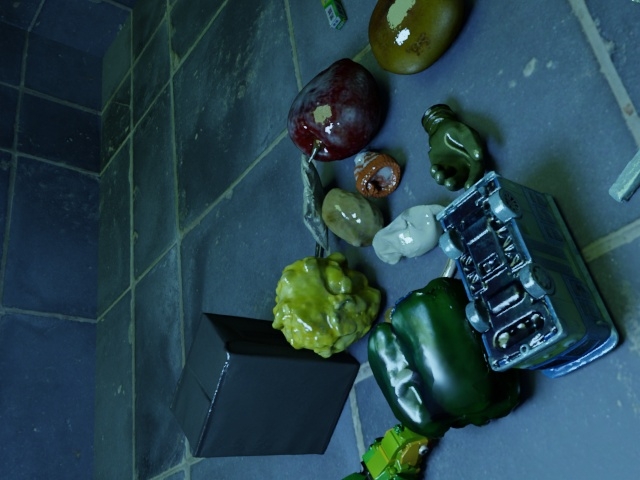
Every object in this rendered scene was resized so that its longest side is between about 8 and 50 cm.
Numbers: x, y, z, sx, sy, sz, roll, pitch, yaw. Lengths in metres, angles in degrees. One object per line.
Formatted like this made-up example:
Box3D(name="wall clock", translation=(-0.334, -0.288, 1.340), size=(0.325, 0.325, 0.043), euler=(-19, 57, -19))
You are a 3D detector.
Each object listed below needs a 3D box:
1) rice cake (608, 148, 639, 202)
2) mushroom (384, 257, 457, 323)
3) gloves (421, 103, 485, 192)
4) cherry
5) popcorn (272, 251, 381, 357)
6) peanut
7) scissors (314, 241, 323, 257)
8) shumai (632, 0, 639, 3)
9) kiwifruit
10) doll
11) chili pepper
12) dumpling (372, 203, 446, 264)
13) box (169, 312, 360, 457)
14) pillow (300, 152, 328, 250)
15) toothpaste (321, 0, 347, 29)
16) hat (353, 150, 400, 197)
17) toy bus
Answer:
Box3D(name="rice cake", translation=(0.524, -0.136, 1.061), size=(0.171, 0.029, 0.033), euler=(-60, 35, 22))
Box3D(name="mushroom", translation=(0.234, 0.076, 1.379), size=(0.068, 0.043, 0.306), euler=(48, 118, 21))
Box3D(name="gloves", translation=(0.271, -0.181, 1.354), size=(0.135, 0.107, 0.268), euler=(-53, 24, 35))
Box3D(name="cherry", translation=(0.040, -0.317, 1.625), size=(0.230, 0.203, 0.300), euler=(-15, 51, 56))
Box3D(name="popcorn", translation=(0.012, 0.143, 1.507), size=(0.266, 0.233, 0.192), euler=(-58, -10, -40))
Box3D(name="peanut", translation=(0.074, -0.055, 1.542), size=(0.109, 0.159, 0.140), euler=(-48, 5, -30))
Box3D(name="scissors", translation=(0.000, 0.000, 1.733), size=(0.088, 0.017, 0.220), euler=(-5, 76, 52))
Box3D(name="shumai", translation=(0.558, -0.463, 0.902), size=(0.330, 0.288, 0.292), euler=(-19, 63, 51))
Box3D(name="kiwifruit", translation=(0.205, -0.477, 1.471), size=(0.234, 0.196, 0.196), euler=(-56, 40, 23))
Box3D(name="doll", translation=(0.140, 0.428, 1.299), size=(0.186, 0.134, 0.106), euler=(-55, 39, 18))
Box3D(name="chili pepper", translation=(0.226, 0.211, 1.194), size=(0.248, 0.233, 0.257), euler=(-60, 45, 47))
Box3D(name="dumpling", translation=(0.182, -0.022, 1.393), size=(0.169, 0.134, 0.100), euler=(-21, 61, 45))
Box3D(name="box", translation=(-0.135, 0.334, 1.527), size=(0.204, 0.345, 0.251), euler=(33, 107, 54))
Box3D(name="pillow", translation=(-0.014, -0.099, 1.656), size=(0.050, 0.148, 0.230), euler=(-11, 50, 7))
Box3D(name="toothpaste", translation=(0.032, -0.676, 1.899), size=(0.043, 0.037, 0.178), euler=(-43, 47, 35))
Box3D(name="hat", translation=(0.118, -0.170, 1.572), size=(0.112, 0.093, 0.162), euler=(-42, 37, 6))
Box3D(name="toy bus", translation=(0.335, 0.058, 1.111), size=(0.152, 0.190, 0.312), euler=(-42, 48, 37))
